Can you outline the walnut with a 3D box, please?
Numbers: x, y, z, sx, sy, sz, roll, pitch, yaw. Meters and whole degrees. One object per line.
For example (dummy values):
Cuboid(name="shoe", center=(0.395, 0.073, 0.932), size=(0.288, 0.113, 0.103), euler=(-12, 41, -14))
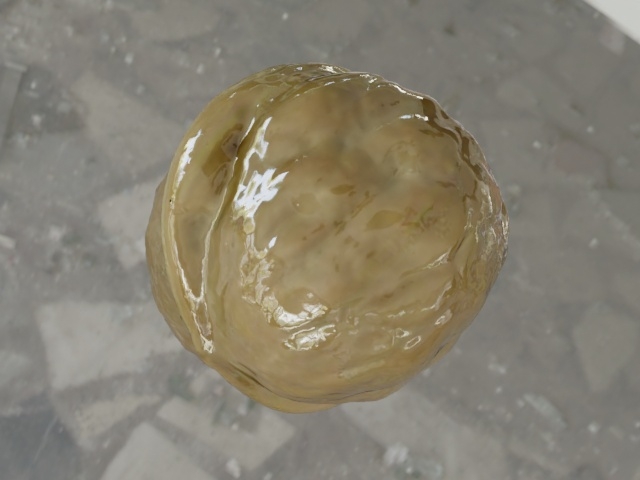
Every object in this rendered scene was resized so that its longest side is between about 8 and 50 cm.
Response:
Cuboid(name="walnut", center=(0.000, 0.000, 1.077), size=(0.285, 0.285, 0.296), euler=(-16, 17, -36))
